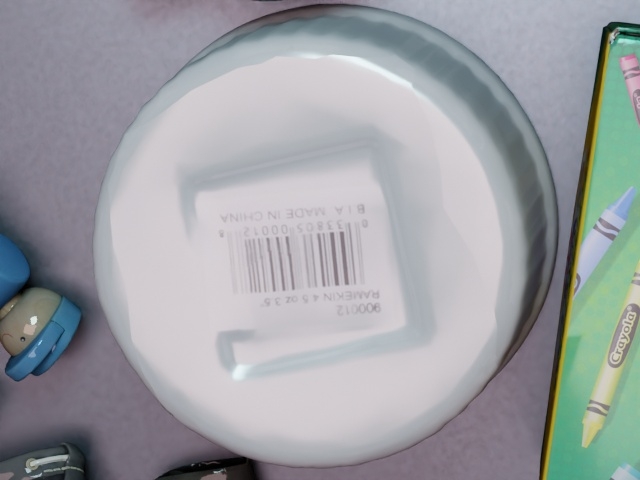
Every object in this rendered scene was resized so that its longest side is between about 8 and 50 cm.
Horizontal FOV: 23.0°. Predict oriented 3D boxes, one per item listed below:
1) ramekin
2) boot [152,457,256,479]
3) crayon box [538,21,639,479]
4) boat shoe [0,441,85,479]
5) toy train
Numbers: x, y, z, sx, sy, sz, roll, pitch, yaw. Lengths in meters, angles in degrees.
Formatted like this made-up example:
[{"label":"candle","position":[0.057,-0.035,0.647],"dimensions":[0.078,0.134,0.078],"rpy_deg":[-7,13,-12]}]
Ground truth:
[{"label":"ramekin","position":[0.000,0.000,0.930],"dimensions":[0.277,0.135,0.277],"rpy_deg":[1,99,8]},{"label":"boot","position":[-0.117,0.218,1.021],"dimensions":[0.198,0.077,0.137],"rpy_deg":[-16,92,-2]},{"label":"crayon box","position":[0.180,0.021,0.889],"dimensions":[0.081,0.165,0.278],"rpy_deg":[8,100,8]},{"label":"boat shoe","position":[-0.261,0.181,1.036],"dimensions":[0.233,0.084,0.079],"rpy_deg":[-9,77,13]},{"label":"toy train","position":[-0.279,0.085,1.015],"dimensions":[0.143,0.105,0.248],"rpy_deg":[39,107,-15]}]
